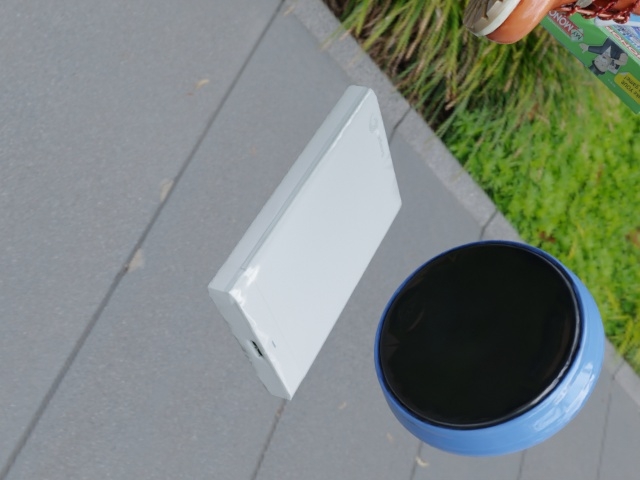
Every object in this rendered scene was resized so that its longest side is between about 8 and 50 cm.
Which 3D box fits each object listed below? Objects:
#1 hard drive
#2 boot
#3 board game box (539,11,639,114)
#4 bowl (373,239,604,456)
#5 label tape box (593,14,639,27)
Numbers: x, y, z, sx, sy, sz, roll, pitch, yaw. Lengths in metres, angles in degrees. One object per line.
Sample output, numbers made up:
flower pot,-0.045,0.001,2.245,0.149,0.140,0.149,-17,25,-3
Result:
hard drive,0.000,0.000,0.798,0.307,0.040,0.203,-58,146,-30
boot,0.139,-0.137,0.357,0.084,0.059,0.158,47,67,-9
board game box,0.336,-0.301,0.900,0.213,0.046,0.317,-24,69,-47
bowl,0.269,0.165,1.187,0.077,0.391,0.391,50,50,-42
label tape box,0.387,-0.139,0.565,0.249,0.348,0.115,-61,162,-49
